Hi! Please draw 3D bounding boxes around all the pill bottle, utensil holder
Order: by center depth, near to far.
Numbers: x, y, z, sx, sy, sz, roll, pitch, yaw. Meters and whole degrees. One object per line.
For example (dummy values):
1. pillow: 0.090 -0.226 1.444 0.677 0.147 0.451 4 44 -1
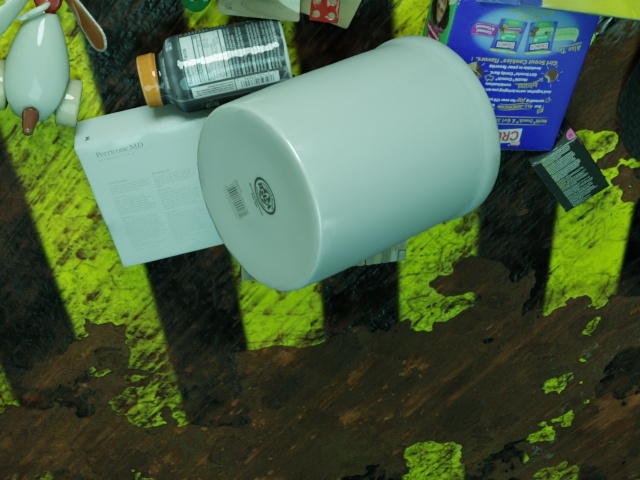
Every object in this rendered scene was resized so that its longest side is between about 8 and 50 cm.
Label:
1. utensil holder: 0.045 -0.127 1.437 0.385 0.327 0.328 -25 140 -35
2. pill bottle: -0.176 -0.288 1.476 0.245 0.130 0.130 -12 132 -3

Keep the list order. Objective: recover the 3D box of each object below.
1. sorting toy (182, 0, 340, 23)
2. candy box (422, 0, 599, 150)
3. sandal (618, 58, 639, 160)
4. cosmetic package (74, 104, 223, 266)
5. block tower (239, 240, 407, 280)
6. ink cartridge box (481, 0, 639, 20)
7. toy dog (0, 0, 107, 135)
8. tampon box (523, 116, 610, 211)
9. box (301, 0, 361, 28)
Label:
1. sorting toy: -0.083 -0.424 1.414 0.274 0.046 0.132 7 121 6
2. candy box: 0.316 -0.321 1.573 0.268 0.122 0.317 0 128 -14
3. sandal: 0.677 -0.334 1.633 0.107 0.167 0.446 -15 134 -24
4. cosmetic package: -0.221 -0.122 1.629 0.377 0.097 0.284 -13 133 -3
5. block tower: 0.000 0.000 1.791 0.335 0.097 0.091 -8 131 -10
6. ink cartridge box: 0.419 -0.511 1.395 0.307 0.072 0.304 2 104 -17
7. toy dog: -0.441 -0.298 1.382 0.220 0.161 0.334 -8 131 -7
8. tampon box: 0.472 -0.161 1.747 0.101 0.120 0.161 -34 130 16
9. box: 0.016 -0.460 1.448 0.164 0.021 0.201 15 124 -24
